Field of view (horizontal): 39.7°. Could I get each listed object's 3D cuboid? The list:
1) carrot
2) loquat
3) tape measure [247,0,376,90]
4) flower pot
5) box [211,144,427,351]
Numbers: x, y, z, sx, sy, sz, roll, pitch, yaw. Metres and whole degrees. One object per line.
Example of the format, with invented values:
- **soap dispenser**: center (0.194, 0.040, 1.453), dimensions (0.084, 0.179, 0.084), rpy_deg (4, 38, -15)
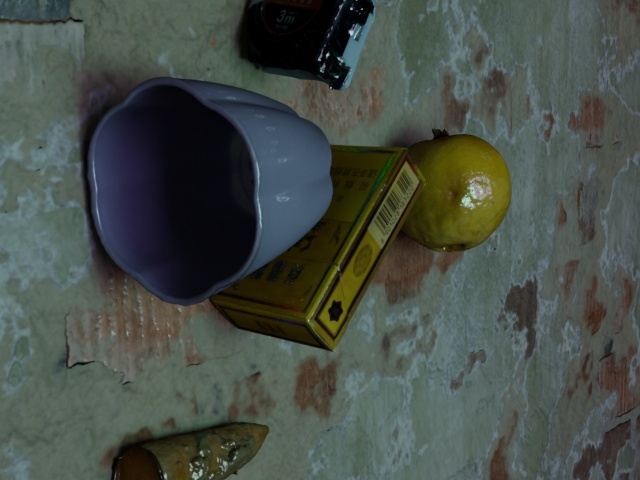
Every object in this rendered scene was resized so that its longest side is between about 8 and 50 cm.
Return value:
- **carrot**: center (-0.159, 0.297, 1.228), dimensions (0.263, 0.102, 0.102), rpy_deg (-9, 102, -53)
- **loquat**: center (0.214, -0.083, 1.492), dimensions (0.208, 0.208, 0.208), rpy_deg (-9, 102, -47)
- **tape measure**: center (-0.012, -0.308, 1.225), dimensions (0.107, 0.182, 0.181), rpy_deg (33, 82, -48)
- **flower pot**: center (-0.117, -0.070, 1.115), dimensions (0.243, 0.265, 0.265), rpy_deg (-16, 108, -59)
- **box**: center (0.000, 0.000, 1.272), dimensions (0.084, 0.193, 0.301), rpy_deg (51, 59, -38)
